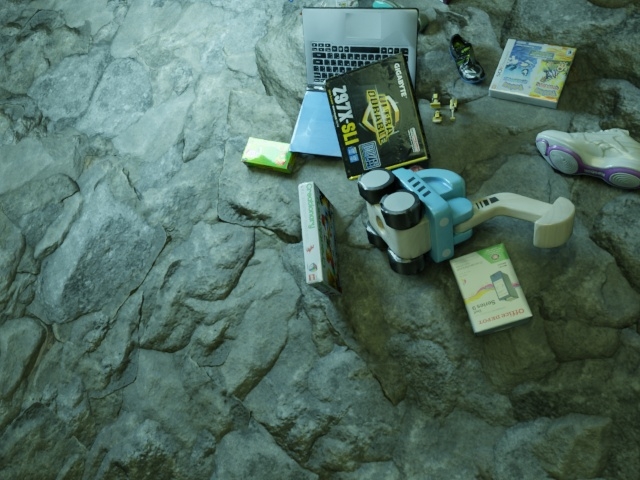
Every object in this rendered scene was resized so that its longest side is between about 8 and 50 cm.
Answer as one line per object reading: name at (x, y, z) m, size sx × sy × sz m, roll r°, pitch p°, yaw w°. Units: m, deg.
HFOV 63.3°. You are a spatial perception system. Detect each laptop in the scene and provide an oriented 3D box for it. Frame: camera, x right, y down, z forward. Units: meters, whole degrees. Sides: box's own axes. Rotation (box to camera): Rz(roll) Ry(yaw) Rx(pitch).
laptop at (0.095, -0.499, 1.649) m, size 0.381 × 0.408 × 0.236 m, roll 9°, pitch 37°, yaw 18°

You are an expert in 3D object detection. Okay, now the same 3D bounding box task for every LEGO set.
LEGO set at (0.011, -0.837, 1.838) m, size 0.244 × 0.183 × 0.060 m, roll -8°, pitch 33°, yaw 7°

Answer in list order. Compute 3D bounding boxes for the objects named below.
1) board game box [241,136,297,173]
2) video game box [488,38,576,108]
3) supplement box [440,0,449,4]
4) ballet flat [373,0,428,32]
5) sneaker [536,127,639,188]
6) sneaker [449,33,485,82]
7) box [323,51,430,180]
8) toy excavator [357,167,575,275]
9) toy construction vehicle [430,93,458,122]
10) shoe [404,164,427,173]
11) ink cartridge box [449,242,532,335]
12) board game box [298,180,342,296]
board game box at (-0.175, -0.294, 1.791) m, size 0.181 × 0.043 × 0.092 m, roll 13°, pitch 78°, yaw 22°
video game box at (0.640, -0.508, 1.575) m, size 0.205 × 0.048 × 0.187 m, roll 19°, pitch 82°, yaw 23°
supplement box at (0.390, -0.906, 1.768) m, size 0.104 × 0.081 × 0.188 m, roll -47°, pitch 65°, yaw 1°
ballet flat at (0.278, -0.777, 1.785) m, size 0.213 × 0.072 × 0.068 m, roll 38°, pitch 61°, yaw 24°
sneaker at (0.755, -0.248, 1.434) m, size 0.304 × 0.114 × 0.152 m, roll 25°, pitch 69°, yaw 20°
sneaker at (0.457, -0.575, 1.642) m, size 0.067 × 0.078 × 0.188 m, roll -26°, pitch 67°, yaw 10°
box at (0.172, -0.370, 1.588) m, size 0.256 × 0.079 × 0.323 m, roll -13°, pitch 92°, yaw 22°
toy excavator at (0.378, -0.081, 1.410) m, size 0.444 × 0.223 × 0.433 m, roll -23°, pitch 39°, yaw -9°
toy construction vehicle at (0.389, -0.421, 1.640) m, size 0.085 × 0.035 × 0.098 m, roll 4°, pitch 75°, yaw 20°
shoe at (0.256, -0.194, 1.602) m, size 0.177 × 0.063 × 0.081 m, roll 16°, pitch 78°, yaw 17°
ink cartridge box at (0.459, 0.136, 1.408) m, size 0.154 × 0.093 × 0.213 m, roll -19°, pitch 70°, yaw 12°
board game box at (0.000, 0.000, 1.555) m, size 0.053 × 0.193 × 0.306 m, roll -11°, pitch 70°, yaw 16°
